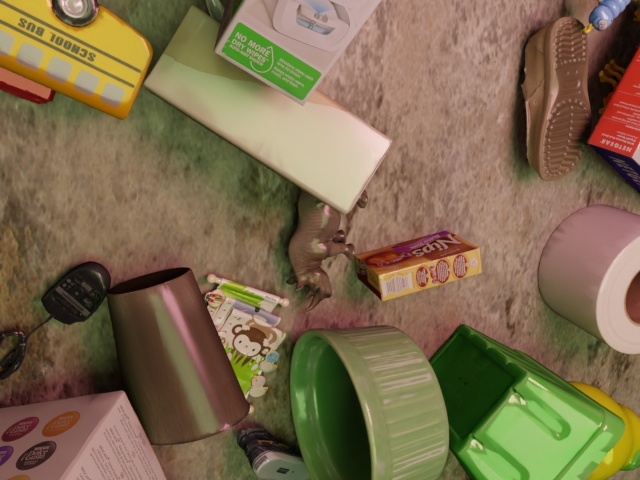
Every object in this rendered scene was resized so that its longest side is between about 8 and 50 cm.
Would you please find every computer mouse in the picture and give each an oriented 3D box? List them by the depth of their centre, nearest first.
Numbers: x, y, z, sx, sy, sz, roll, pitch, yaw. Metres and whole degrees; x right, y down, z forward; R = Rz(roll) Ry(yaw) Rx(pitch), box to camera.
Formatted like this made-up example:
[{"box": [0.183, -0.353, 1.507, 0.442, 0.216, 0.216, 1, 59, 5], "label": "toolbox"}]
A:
[{"box": [-0.409, 0.119, 0.949, 0.242, 0.041, 0.071, -40, 107, 4], "label": "computer mouse"}]

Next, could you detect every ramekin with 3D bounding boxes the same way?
[{"box": [0.074, 0.283, 1.029, 0.148, 0.303, 0.303, -7, 109, -24], "label": "ramekin"}]

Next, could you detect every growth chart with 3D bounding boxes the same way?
[{"box": [-0.143, 0.180, 1.066, 0.172, 0.021, 0.237, 15, 104, -22], "label": "growth chart"}]

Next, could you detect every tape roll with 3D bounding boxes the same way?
[{"box": [0.565, 0.069, 1.195, 0.246, 0.169, 0.246, -5, 108, -17], "label": "tape roll"}]

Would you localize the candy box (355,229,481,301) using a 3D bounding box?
[{"box": [0.166, 0.041, 1.079, 0.186, 0.109, 0.053, -15, 111, -13], "label": "candy box"}]

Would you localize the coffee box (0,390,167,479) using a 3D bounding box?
[{"box": [-0.405, 0.450, 0.833, 0.337, 0.334, 0.338, -11, 113, 15], "label": "coffee box"}]

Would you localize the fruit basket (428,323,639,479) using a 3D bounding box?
[{"box": [0.382, 0.338, 1.109, 0.392, 0.392, 0.283, 41, 91, -25], "label": "fruit basket"}]

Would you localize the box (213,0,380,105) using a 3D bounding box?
[{"box": [-0.008, -0.331, 0.729, 0.126, 0.262, 0.231, 27, 124, -22], "label": "box"}]

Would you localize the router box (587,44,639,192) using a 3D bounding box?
[{"box": [0.628, -0.239, 1.097, 0.335, 0.082, 0.301, 19, 100, -47], "label": "router box"}]

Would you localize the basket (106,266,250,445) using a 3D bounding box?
[{"box": [-0.225, 0.166, 0.949, 0.204, 0.154, 0.227, -7, 102, 29], "label": "basket"}]

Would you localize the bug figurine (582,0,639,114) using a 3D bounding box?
[{"box": [0.523, -0.349, 1.052, 0.216, 0.072, 0.279, -50, 137, -7], "label": "bug figurine"}]

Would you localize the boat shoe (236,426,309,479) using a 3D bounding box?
[{"box": [-0.078, 0.386, 1.136, 0.065, 0.083, 0.183, -43, 142, -1], "label": "boat shoe"}]

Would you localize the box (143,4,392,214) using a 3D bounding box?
[{"box": [-0.071, -0.170, 0.872, 0.311, 0.148, 0.121, 32, 92, -13], "label": "box"}]

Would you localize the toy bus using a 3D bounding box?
[{"box": [-0.371, -0.276, 0.757, 0.332, 0.108, 0.130, 23, 100, -24], "label": "toy bus"}]

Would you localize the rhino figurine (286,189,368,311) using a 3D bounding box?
[{"box": [0.000, 0.000, 1.027, 0.106, 0.073, 0.243, 6, 103, -27], "label": "rhino figurine"}]

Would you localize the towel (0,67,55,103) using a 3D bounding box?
[{"box": [-0.402, -0.334, 0.804, 0.198, 0.031, 0.275, 19, 100, -24], "label": "towel"}]

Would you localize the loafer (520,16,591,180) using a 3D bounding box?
[{"box": [0.397, -0.238, 1.078, 0.102, 0.092, 0.269, -5, 106, -16], "label": "loafer"}]

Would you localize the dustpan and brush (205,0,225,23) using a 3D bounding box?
[{"box": [-0.164, -0.372, 0.829, 0.147, 0.060, 0.211, -14, 130, 19], "label": "dustpan and brush"}]
